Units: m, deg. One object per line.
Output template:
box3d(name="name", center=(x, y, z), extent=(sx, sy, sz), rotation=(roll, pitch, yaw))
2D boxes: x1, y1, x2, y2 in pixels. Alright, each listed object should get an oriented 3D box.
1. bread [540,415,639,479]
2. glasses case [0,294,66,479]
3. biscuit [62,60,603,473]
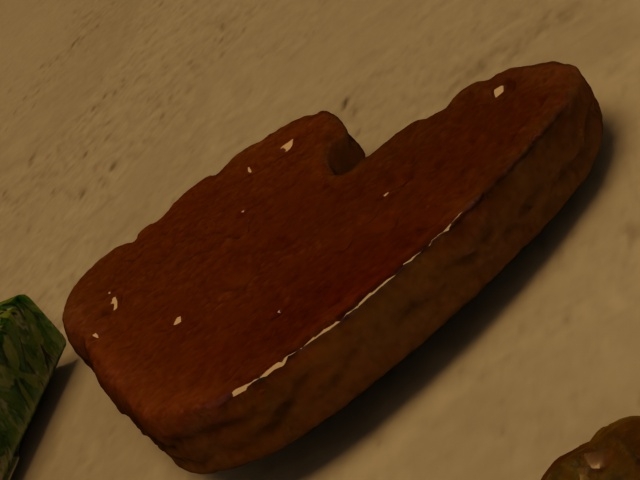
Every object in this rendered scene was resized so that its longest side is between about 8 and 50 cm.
box3d(name="bread", center=(0.124, 0.153, 0.432), extent=(0.084, 0.077, 0.367), rotation=(-39, 24, 10))
box3d(name="glasses case", center=(-0.221, 0.150, 0.969), extent=(0.095, 0.062, 0.272), rotation=(-19, 33, 31))
box3d(name="biscuit", center=(0.001, 0.001, 0.896), extent=(0.262, 0.052, 0.277), rotation=(-42, 23, -10))
